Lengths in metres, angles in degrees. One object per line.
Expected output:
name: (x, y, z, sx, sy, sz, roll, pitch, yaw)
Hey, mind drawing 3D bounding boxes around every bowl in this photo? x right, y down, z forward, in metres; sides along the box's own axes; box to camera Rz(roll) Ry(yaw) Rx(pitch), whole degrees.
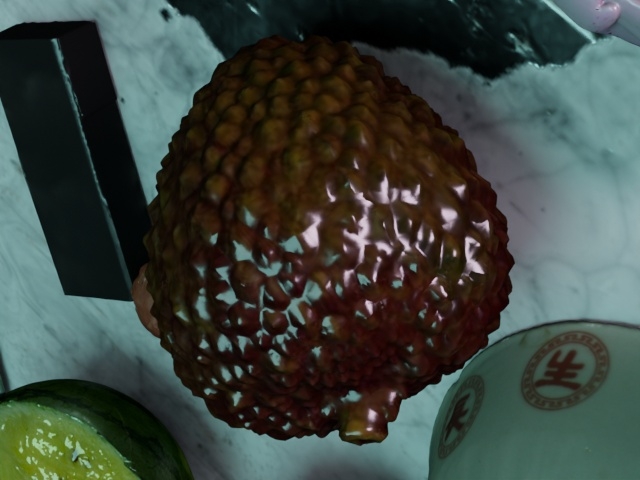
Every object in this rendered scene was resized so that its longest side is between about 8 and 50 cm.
bowl: (0.183, 0.236, 1.088, 0.337, 0.157, 0.337, 19, 126, 28)

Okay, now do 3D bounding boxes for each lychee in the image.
lychee: (0.000, 0.000, 1.038, 0.236, 0.236, 0.271, -29, 71, 43)

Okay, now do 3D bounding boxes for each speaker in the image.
speaker: (-0.185, -0.060, 1.254, 0.082, 0.044, 0.218, 3, 118, 35)

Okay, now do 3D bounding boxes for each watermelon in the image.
watermelon: (-0.191, 0.194, 1.355, 0.232, 0.127, 0.204, 31, 131, 15)

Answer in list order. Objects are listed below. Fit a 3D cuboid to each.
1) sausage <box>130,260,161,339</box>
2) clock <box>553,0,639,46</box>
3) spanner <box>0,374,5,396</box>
sausage: (-0.075, 0.052, 1.221, 0.141, 0.076, 0.076, 20, 127, 27)
clock: (0.222, -0.211, 0.815, 0.322, 0.113, 0.295, 48, 134, 1)
spanner: (-0.293, 0.134, 1.471, 0.087, 0.024, 0.316, 7, 119, 31)
